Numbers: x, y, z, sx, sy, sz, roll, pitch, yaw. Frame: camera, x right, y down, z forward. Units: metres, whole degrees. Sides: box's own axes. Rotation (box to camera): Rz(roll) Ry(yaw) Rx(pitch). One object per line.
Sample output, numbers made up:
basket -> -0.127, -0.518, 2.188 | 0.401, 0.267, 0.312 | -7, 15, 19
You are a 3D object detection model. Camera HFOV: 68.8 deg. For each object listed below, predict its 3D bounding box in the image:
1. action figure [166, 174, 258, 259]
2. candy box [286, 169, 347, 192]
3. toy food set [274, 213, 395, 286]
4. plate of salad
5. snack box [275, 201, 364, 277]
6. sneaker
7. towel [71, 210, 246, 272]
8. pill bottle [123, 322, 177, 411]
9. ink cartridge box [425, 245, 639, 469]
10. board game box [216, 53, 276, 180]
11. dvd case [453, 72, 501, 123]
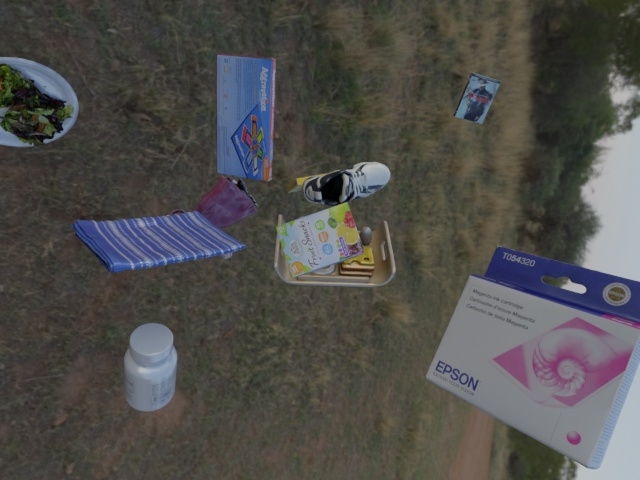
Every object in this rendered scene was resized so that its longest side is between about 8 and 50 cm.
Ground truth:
action figure -> -0.401, -0.075, 1.555 | 0.370, 0.276, 0.248 | -39, 126, -6
candy box -> 0.008, -0.184, 1.431 | 0.205, 0.105, 0.027 | -13, 90, -22
toy food set -> 0.036, 0.012, 1.242 | 0.220, 0.306, 0.092 | -92, -175, -50
plate of salad -> -0.551, -0.240, 0.854 | 0.048, 0.199, 0.200 | 61, 11, 28
snack box -> 0.000, 0.000, 0.868 | 0.037, 0.141, 0.100 | 62, 9, -83
sneaker -> 0.079, -0.136, 1.157 | 0.153, 0.234, 0.094 | -131, -144, -71
towel -> -0.385, -0.010, 1.125 | 0.336, 0.243, 0.040 | -11, 120, -43
pill bottle -> -0.442, 0.328, 1.218 | 0.131, 0.131, 0.229 | -46, 158, -50
ink cartridge box -> 0.400, 0.183, 0.876 | 0.071, 0.324, 0.330 | 28, 83, -42
board game box -> -0.180, -0.291, 1.118 | 0.027, 0.145, 0.281 | -43, 142, -62
dvd case -> 0.423, -0.383, 1.265 | 0.013, 0.087, 0.119 | -102, -153, -60
